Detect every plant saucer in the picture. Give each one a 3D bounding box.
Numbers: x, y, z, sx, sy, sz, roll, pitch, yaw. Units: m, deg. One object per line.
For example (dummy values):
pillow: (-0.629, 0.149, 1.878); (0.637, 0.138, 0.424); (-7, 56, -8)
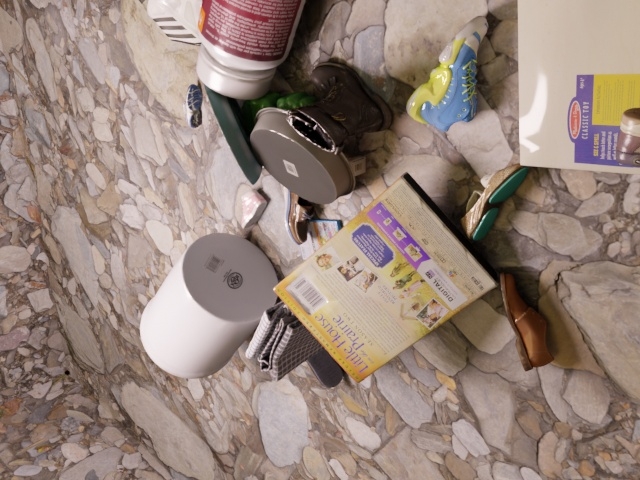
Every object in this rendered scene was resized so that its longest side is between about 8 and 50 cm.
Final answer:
plant saucer: (-0.220, -0.298, 1.618); (0.317, 0.044, 0.317); (-23, -90, -86)

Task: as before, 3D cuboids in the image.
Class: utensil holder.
utensil holder: (-0.342, 0.204, 1.923); (0.327, 0.328, 0.385); (54, 136, 11)

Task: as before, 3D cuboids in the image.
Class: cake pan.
cake pan: (-0.052, -0.190, 1.485); (0.293, 0.054, 0.293); (32, 160, 13)

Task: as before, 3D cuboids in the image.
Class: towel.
towel: (-0.039, 0.222, 1.635); (0.121, 0.284, 0.235); (46, 138, 19)

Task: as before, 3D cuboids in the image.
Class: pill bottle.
pill bottle: (-0.154, -0.535, 1.414); (0.224, 0.224, 0.392); (45, 136, 21)

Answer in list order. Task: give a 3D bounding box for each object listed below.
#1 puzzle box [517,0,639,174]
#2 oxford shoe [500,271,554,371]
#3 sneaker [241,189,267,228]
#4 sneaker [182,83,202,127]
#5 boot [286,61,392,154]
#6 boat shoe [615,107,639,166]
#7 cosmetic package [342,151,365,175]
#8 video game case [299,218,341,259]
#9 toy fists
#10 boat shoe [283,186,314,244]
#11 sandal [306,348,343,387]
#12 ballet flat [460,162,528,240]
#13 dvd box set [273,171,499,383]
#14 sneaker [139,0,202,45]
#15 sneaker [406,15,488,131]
puzzle box: (0.457, -0.312, 1.014); (0.272, 0.052, 0.408); (13, 118, 42)
oxford shoe: (0.426, 0.160, 1.292); (0.076, 0.076, 0.212); (-20, 92, 19)
sneaker: (-0.208, -0.097, 1.831); (0.070, 0.051, 0.134); (52, 135, 16)
sneaker: (-0.392, -0.407, 1.867); (0.058, 0.052, 0.135); (37, 132, 34)
boot: (0.012, -0.295, 1.356); (0.263, 0.229, 0.091); (41, 135, 24)
boat shoe: (0.582, -0.126, 0.906); (0.285, 0.103, 0.092); (14, 125, 16)
cosmetic package: (0.048, -0.188, 1.505); (0.115, 0.060, 0.041); (19, 121, 38)
video game case: (0.000, 0.000, 1.686); (0.166, 0.015, 0.119); (4, 112, 46)
toy fists: (-0.087, -0.305, 1.562); (0.279, 0.096, 0.142); (13, 134, 43)
boat shoe: (-0.054, -0.079, 1.653); (0.066, 0.066, 0.183); (-3, 99, 38)
sandal: (-0.025, 0.314, 1.821); (0.254, 0.097, 0.054); (65, 166, 0)
ballet flat: (0.337, -0.089, 1.246); (0.067, 0.073, 0.206); (56, 137, 31)
dvd box set: (0.136, 0.096, 1.396); (0.307, 0.062, 0.420); (48, 116, 0)
sneaker: (-0.262, -0.653, 1.544); (0.448, 0.169, 0.257); (-24, 110, 38)
sneaker: (0.274, -0.309, 1.202); (0.126, 0.091, 0.240); (38, 136, 2)
